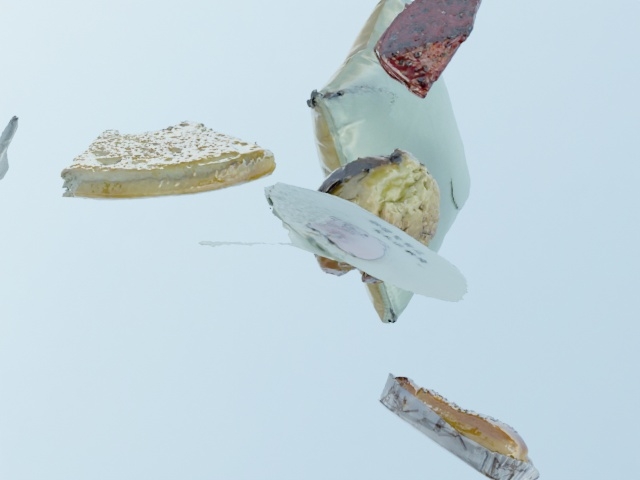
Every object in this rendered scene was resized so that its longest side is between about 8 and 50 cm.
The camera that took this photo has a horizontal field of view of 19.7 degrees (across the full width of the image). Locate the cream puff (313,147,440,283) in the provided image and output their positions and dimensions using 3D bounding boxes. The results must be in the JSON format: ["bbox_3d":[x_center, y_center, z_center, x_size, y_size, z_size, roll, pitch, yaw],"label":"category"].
[{"bbox_3d":[0.050,-0.016,1.665,0.133,0.119,0.104,-26,-125,-5],"label":"cream puff"}]

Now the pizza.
[{"bbox_3d":[-0.154,-0.072,1.673,0.262,0.181,0.034,-144,-135,-68],"label":"pizza"}]

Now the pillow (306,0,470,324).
[{"bbox_3d":[0.085,-0.105,2.136,0.119,0.310,0.312,-7,-150,28],"label":"pillow"}]

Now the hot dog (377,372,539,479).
[{"bbox_3d":[0.143,0.196,1.918,0.191,0.108,0.059,30,-99,26],"label":"hot dog"}]

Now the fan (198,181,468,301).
[{"bbox_3d":[0.000,-0.001,1.344,0.182,0.310,0.010,33,-74,25],"label":"fan"}]

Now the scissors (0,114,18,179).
[{"bbox_3d":[-0.297,-0.008,1.511,0.212,0.021,0.110,-59,-147,2],"label":"scissors"}]

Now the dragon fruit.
[{"bbox_3d":[0.111,-0.191,1.665,0.097,0.063,0.131,-10,-141,26],"label":"dragon fruit"}]
